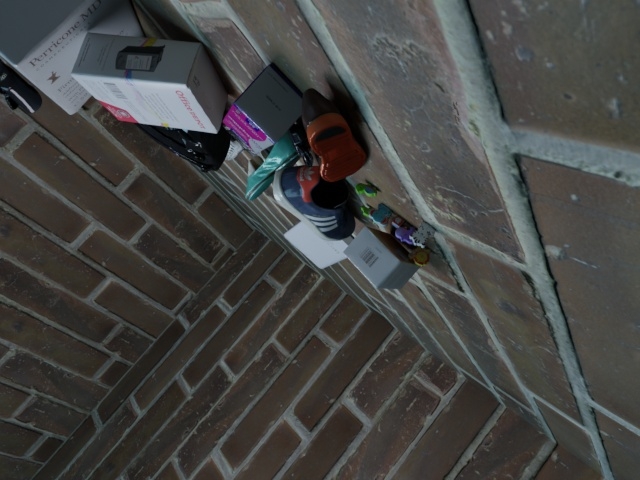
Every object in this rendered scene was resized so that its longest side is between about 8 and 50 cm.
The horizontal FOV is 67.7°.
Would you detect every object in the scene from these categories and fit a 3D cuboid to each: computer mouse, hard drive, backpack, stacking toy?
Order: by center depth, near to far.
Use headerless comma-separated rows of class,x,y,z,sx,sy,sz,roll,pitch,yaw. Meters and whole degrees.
computer mouse,-0.034,-0.206,1.013,0.242,0.041,0.071,-114,0,-64
stacking toy,0.169,-0.036,1.121,0.221,0.052,0.167,39,171,18
backpack,-0.459,-0.402,1.477,0.355,0.273,0.290,20,172,2
hard drive,0.000,0.000,1.778,0.210,0.040,0.318,42,155,-9

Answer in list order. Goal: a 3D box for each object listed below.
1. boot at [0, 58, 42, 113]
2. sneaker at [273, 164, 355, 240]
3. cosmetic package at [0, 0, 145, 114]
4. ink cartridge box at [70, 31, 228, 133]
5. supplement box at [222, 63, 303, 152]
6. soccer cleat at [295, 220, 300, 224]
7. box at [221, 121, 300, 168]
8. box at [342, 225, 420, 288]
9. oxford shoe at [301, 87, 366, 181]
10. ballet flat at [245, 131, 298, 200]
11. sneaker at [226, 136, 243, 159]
boot,-0.920,-0.471,1.329,0.246,0.094,0.207,34,166,12
sneaker,0.031,-0.093,1.252,0.148,0.131,0.350,-10,158,30
cosmetic package,-0.715,-0.596,1.231,0.327,0.329,0.393,42,172,-7
ink cartridge box,-0.419,-0.395,1.214,0.306,0.131,0.226,8,165,9
supplement box,-0.122,-0.271,1.016,0.111,0.114,0.220,42,173,-15
soccer cleat,-0.009,-0.036,1.888,0.196,0.068,0.076,25,-155,24
box,-0.174,-0.284,1.353,0.183,0.056,0.231,46,170,-27
box,0.159,0.047,1.207,0.130,0.091,0.170,47,-163,24
oxford shoe,0.024,-0.195,0.920,0.271,0.096,0.098,60,-172,-72
ballet flat,-0.136,-0.200,1.245,0.247,0.083,0.087,-36,91,40
sneaker,-0.310,-0.320,1.677,0.071,0.083,0.190,43,170,-4
